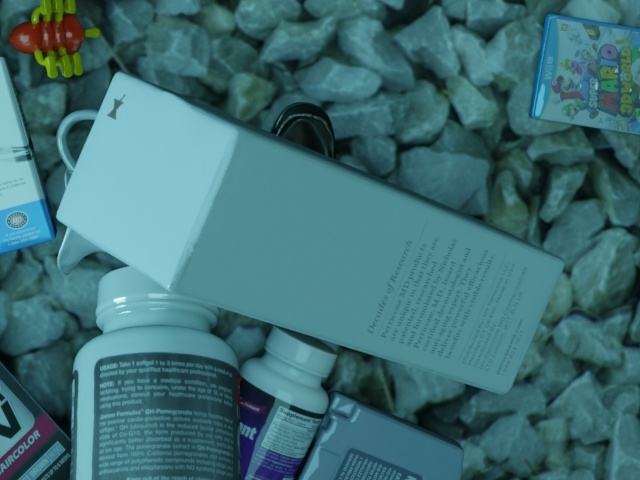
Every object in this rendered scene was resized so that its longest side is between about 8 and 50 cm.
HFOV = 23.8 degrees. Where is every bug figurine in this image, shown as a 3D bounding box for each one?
[{"bbox_3d":[-0.325,-0.304,1.559,0.216,0.072,0.279,-7,97,-44],"label":"bug figurine"}]

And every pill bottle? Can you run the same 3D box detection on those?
[{"bbox_3d":[-0.171,0.193,1.582,0.176,0.176,0.318,1,68,-8],"label":"pill bottle"},{"bbox_3d":[-0.057,0.195,1.677,0.108,0.108,0.193,25,93,-10],"label":"pill bottle"}]

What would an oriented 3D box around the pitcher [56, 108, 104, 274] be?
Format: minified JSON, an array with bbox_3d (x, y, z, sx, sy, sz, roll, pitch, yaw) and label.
[{"bbox_3d":[-0.177,-0.054,1.620,0.207,0.125,0.177,-3,102,-3],"label":"pitcher"}]

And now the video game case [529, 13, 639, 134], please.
[{"bbox_3d":[0.327,-0.186,1.726,0.166,0.015,0.119,8,96,-8],"label":"video game case"}]

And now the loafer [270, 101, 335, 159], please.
[{"bbox_3d":[-0.023,-0.041,1.665,0.080,0.078,0.220,6,97,-8],"label":"loafer"}]

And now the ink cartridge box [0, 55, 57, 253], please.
[{"bbox_3d":[-0.377,-0.083,1.610,0.148,0.086,0.203,-14,98,-5],"label":"ink cartridge box"}]

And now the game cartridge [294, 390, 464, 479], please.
[{"bbox_3d":[0.037,0.337,1.728,0.196,0.060,0.294,25,93,-12],"label":"game cartridge"}]

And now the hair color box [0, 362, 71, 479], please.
[{"bbox_3d":[-0.444,0.160,1.589,0.374,0.113,0.185,50,64,-10],"label":"hair color box"}]

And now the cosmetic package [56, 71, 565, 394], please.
[{"bbox_3d":[0.000,0.000,1.503,0.453,0.230,0.161,21,95,-39],"label":"cosmetic package"}]
